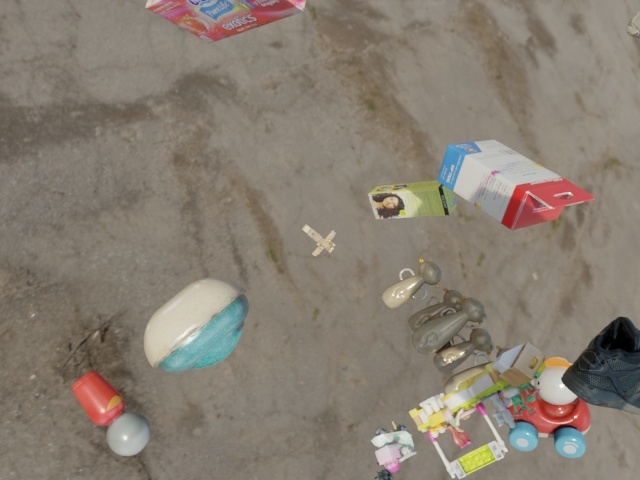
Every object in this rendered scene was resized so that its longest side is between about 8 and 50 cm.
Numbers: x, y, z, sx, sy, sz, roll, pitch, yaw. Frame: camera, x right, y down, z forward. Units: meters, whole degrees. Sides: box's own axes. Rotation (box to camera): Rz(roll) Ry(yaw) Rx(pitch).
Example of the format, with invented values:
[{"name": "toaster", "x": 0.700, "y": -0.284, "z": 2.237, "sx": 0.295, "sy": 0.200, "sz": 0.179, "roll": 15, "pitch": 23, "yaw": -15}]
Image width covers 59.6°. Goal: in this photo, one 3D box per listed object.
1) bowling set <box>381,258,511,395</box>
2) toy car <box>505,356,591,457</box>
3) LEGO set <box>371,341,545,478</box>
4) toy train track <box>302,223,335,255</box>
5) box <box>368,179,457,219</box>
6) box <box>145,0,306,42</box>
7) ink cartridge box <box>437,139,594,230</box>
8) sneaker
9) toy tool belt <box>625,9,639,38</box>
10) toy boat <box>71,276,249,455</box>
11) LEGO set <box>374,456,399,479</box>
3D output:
[{"name": "bowling set", "x": 0.268, "y": 0.171, "z": 1.138, "sx": 0.287, "sy": 0.154, "sz": 0.200, "roll": 57, "pitch": 13, "yaw": 12}, {"name": "toy car", "x": 0.586, "y": 0.387, "z": 1.446, "sx": 0.219, "sy": 0.211, "sz": 0.237, "roll": -51, "pitch": 137, "yaw": -55}, {"name": "LEGO set", "x": 0.203, "y": 0.230, "z": 0.710, "sx": 0.132, "sy": 0.287, "sz": 0.107, "roll": -4, "pitch": 59, "yaw": -44}, {"name": "toy train track", "x": 0.000, "y": 0.000, "z": 0.829, "sx": 0.014, "sy": 0.048, "sz": 0.083, "roll": 41, "pitch": 1, "yaw": 40}, {"name": "box", "x": 0.250, "y": -0.111, "z": 1.542, "sx": 0.058, "sy": 0.232, "sz": 0.087, "roll": -43, "pitch": 120, "yaw": -45}, {"name": "box", "x": -0.153, "y": -0.458, "z": 0.943, "sx": 0.142, "sy": 0.300, "sz": 0.154, "roll": 18, "pitch": 84, "yaw": -41}, {"name": "ink cartridge box", "x": 0.337, "y": -0.093, "z": 0.984, "sx": 0.134, "sy": 0.078, "sz": 0.231, "roll": -12, "pitch": 39, "yaw": -33}, {"name": "sneaker", "x": 0.490, "y": 0.197, "z": 0.869, "sx": 0.228, "sy": 0.130, "sz": 0.087, "roll": 17, "pitch": 20, "yaw": -26}, {"name": "toy tool belt", "x": 0.426, "y": -0.257, "z": 0.694, "sx": 0.051, "sy": 0.052, "sz": 0.083, "roll": 19, "pitch": 33, "yaw": -25}, {"name": "toy boat", "x": -0.236, "y": 0.194, "z": 0.908, "sx": 0.318, "sy": 0.267, "sz": 0.148, "roll": -41, "pitch": 89, "yaw": -9}, {"name": "LEGO set", "x": 0.131, "y": 0.481, "z": 1.166, "sx": 0.023, "sy": 0.054, "sz": 0.083, "roll": 50, "pitch": 8, "yaw": -42}]
